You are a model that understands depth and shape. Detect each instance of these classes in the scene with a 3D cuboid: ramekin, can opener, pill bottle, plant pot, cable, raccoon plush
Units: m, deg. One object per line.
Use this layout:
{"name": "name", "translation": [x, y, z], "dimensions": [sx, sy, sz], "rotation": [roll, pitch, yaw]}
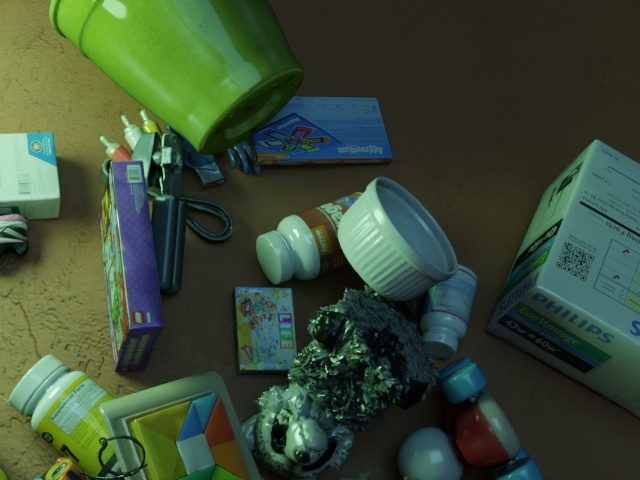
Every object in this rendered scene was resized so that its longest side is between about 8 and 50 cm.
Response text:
{"name": "ramekin", "translation": [0.123, 0.006, 1.797], "dimensions": [0.207, 0.109, 0.207], "rotation": [40, 23, -21]}
{"name": "can opener", "translation": [-0.283, -0.050, 1.855], "dimensions": [0.095, 0.076, 0.283], "rotation": [0, 79, 17]}
{"name": "pill bottle", "translation": [-0.371, 0.278, 1.660], "dimensions": [0.208, 0.119, 0.119], "rotation": [38, 60, 5]}
{"name": "plant pot", "translation": [-0.222, -0.355, 1.898], "dimensions": [0.366, 0.366, 0.353], "rotation": [-36, 82, -28]}
{"name": "pill bottle", "translation": [0.000, 0.000, 1.911], "dimensions": [0.216, 0.121, 0.121], "rotation": [-21, 72, -25]}
{"name": "cable", "translation": [-0.281, -0.097, 1.905], "dimensions": [0.139, 0.072, 0.287], "rotation": [-39, 79, -24]}
{"name": "raccoon plush", "translation": [0.047, 0.241, 1.811], "dimensions": [0.216, 0.299, 0.446], "rotation": [46, 23, 9]}
{"name": "pill bottle", "translation": [0.228, 0.127, 1.935], "dimensions": [0.087, 0.087, 0.160], "rotation": [20, 60, -6]}

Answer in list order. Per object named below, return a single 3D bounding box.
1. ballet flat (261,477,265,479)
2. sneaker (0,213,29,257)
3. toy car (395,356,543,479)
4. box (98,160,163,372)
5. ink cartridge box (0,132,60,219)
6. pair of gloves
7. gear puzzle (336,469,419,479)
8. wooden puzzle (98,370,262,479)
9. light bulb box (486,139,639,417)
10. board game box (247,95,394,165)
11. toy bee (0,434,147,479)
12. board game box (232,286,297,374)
{"name": "ballet flat", "translation": [-0.148, 0.371, 1.710], "dimensions": [0.203, 0.074, 0.074], "rotation": [45, 60, 6]}
{"name": "sneaker", "translation": [-0.568, 0.011, 1.769], "dimensions": [0.178, 0.072, 0.077], "rotation": [-14, 79, -17]}
{"name": "toy car", "translation": [0.208, 0.350, 1.790], "dimensions": [0.238, 0.210, 0.219], "rotation": [-30, 89, 1]}
{"name": "box", "translation": [-0.314, 0.045, 1.749], "dimensions": [0.057, 0.201, 0.293], "rotation": [-2, 64, -19]}
{"name": "ink cartridge box", "translation": [-0.567, -0.105, 1.820], "dimensions": [0.231, 0.078, 0.134], "rotation": [-4, 65, -18]}
{"name": "pair of gloves", "translation": [-0.193, -0.177, 2.002], "dimensions": [0.198, 0.023, 0.159], "rotation": [-22, 70, -26]}
{"name": "gear puzzle", "translation": [0.087, 0.431, 1.646], "dimensions": [0.339, 0.044, 0.175], "rotation": [7, 51, 4]}
{"name": "wooden puzzle", "translation": [-0.199, 0.324, 1.620], "dimensions": [0.221, 0.044, 0.239], "rotation": [-13, 71, -41]}
{"name": "light bulb box", "translation": [0.555, 0.075, 1.980], "dimensions": [0.358, 0.225, 0.361], "rotation": [30, 60, -1]}
{"name": "board game box", "translation": [-0.004, -0.212, 2.060], "dimensions": [0.281, 0.027, 0.145], "rotation": [-2, 63, -23]}
{"name": "toy bee", "translation": [-0.382, 0.385, 1.533], "dimensions": [0.298, 0.162, 0.195], "rotation": [-19, 101, -11]}
{"name": "board game box", "translation": [-0.097, 0.156, 1.857], "dimensions": [0.103, 0.026, 0.154], "rotation": [2, 63, -16]}
